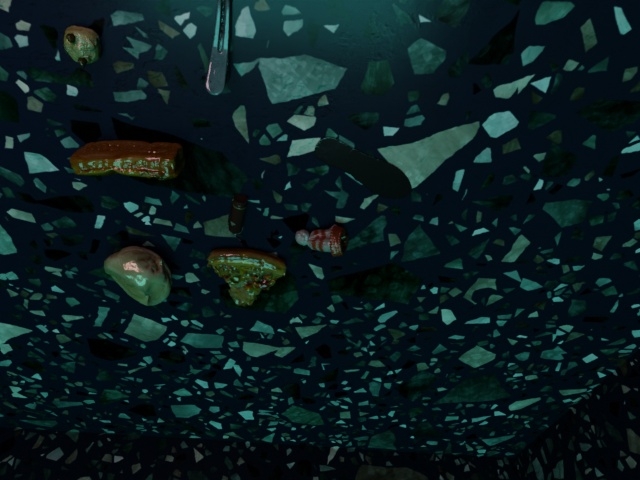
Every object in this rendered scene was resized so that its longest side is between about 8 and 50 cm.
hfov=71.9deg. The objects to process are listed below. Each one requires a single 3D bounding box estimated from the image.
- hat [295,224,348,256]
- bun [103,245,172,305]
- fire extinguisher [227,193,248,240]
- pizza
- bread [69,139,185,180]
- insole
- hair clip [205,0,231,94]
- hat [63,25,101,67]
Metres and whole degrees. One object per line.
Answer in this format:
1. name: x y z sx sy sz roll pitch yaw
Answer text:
1. hat: 0.000 0.000 1.397 0.162 0.112 0.093 -1 107 15
2. bun: -0.593 0.108 1.469 0.229 0.145 0.229 28 152 16
3. fire extinguisher: -0.257 -0.070 1.356 0.064 0.043 0.158 32 132 12
4. pizza: -0.284 0.123 1.523 0.251 0.074 0.287 28 126 -21
5. bread: -0.502 -0.208 1.162 0.271 0.139 0.077 1 124 -3
6. insole: 0.128 -0.201 1.252 0.322 0.007 0.109 24 128 -20
7. hair clip: -0.221 -0.467 0.969 0.048 0.083 0.275 11 126 -3
8. hat: -0.541 -0.437 0.996 0.076 0.059 0.077 6 129 -12
